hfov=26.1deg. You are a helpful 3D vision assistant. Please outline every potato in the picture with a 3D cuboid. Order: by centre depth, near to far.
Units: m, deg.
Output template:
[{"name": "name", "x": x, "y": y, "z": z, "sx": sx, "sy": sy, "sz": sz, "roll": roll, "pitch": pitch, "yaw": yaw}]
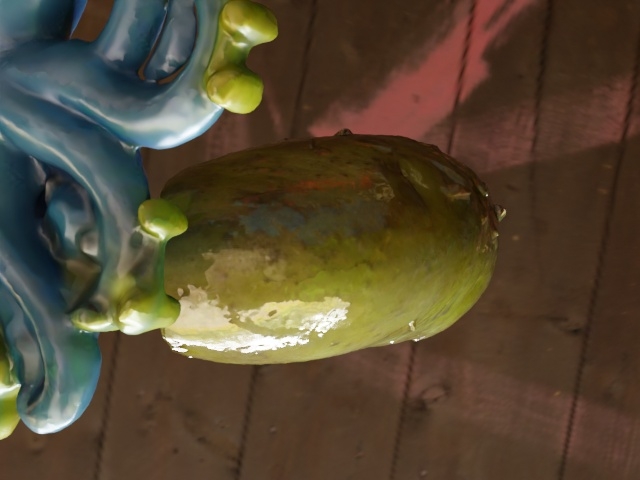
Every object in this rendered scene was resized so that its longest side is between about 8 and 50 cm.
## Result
[{"name": "potato", "x": 0.000, "y": 0.000, "z": 0.842, "sx": 0.176, "sy": 0.298, "sz": 0.141, "roll": -9, "pitch": -94, "yaw": 34}]

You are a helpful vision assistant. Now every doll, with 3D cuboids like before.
[{"name": "doll", "x": -0.176, "y": -0.069, "z": 0.697, "sx": 0.346, "sy": 0.099, "sz": 0.341, "roll": -26, "pitch": -107, "yaw": 32}]
